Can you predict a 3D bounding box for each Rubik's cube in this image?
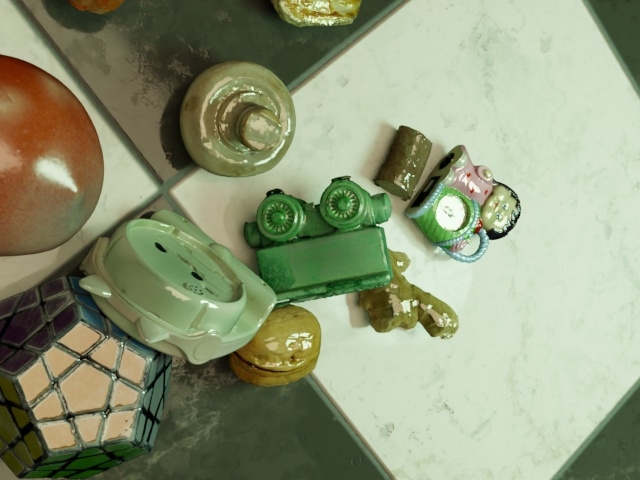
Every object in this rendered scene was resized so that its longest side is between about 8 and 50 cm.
[{"bbox_3d":[-0.374,0.210,1.307,0.319,0.319,0.264,32,103,-21],"label":"Rubik's cube"}]

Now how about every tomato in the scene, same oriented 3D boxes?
[{"bbox_3d":[-0.467,-0.112,1.238,0.321,0.321,0.321,0,90,-24],"label":"tomato"}]

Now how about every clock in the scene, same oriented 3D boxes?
[{"bbox_3d":[-0.227,0.070,1.322,0.265,0.324,0.108,39,105,8],"label":"clock"},{"bbox_3d":[0.288,-0.060,1.696,0.195,0.100,0.194,38,79,-17],"label":"clock"}]

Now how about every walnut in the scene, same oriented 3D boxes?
[{"bbox_3d":[-0.081,0.187,1.511,0.180,0.144,0.144,-4,92,-33],"label":"walnut"}]

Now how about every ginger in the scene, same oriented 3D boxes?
[{"bbox_3d":[0.122,0.074,1.629,0.148,0.081,0.333,-36,93,-4],"label":"ginger"}]

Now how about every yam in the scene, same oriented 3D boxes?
[{"bbox_3d":[0.162,-0.149,1.649,0.084,0.084,0.127,29,82,-21],"label":"yam"}]

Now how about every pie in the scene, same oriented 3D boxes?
[{"bbox_3d":[-0.012,-0.476,1.567,0.205,0.084,0.179,-11,96,-25],"label":"pie"}]

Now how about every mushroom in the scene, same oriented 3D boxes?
[{"bbox_3d":[-0.142,-0.208,1.457,0.206,0.209,0.206,0,85,2],"label":"mushroom"}]

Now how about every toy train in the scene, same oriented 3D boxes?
[{"bbox_3d":[0.000,0.000,1.505,0.266,0.145,0.202,-11,87,8],"label":"toy train"}]

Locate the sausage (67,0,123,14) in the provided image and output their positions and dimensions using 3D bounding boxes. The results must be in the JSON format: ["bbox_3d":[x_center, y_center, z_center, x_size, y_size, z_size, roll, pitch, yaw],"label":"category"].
[{"bbox_3d":[-0.330,-0.490,1.388,0.141,0.153,0.268,40,76,-24],"label":"sausage"}]
